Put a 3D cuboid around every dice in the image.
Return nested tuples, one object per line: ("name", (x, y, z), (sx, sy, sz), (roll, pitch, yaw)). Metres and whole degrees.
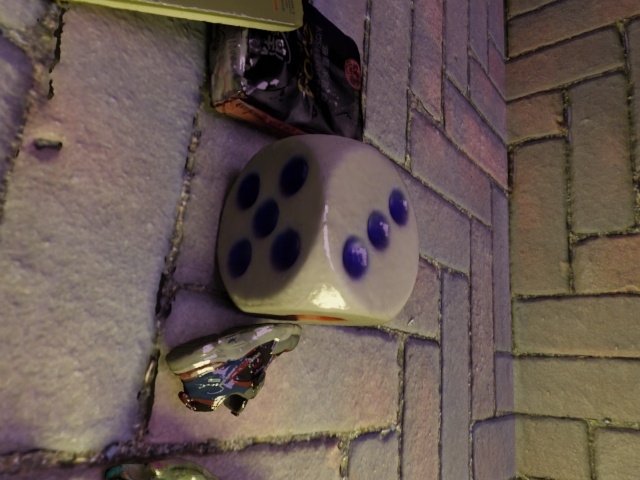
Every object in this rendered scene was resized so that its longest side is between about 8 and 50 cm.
("dice", (0.000, 0.000, 0.731), (0.259, 0.243, 0.251), (19, 70, -46))

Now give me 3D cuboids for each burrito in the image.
("burrito", (-0.152, 0.364, 0.614), (0.309, 0.066, 0.096), (48, 52, -33))

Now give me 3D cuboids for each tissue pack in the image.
("tissue pack", (-0.041, -0.296, 0.818), (0.332, 0.123, 0.244), (11, 73, -50))

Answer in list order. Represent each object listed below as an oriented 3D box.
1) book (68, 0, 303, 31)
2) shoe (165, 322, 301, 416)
("book", (-0.195, -0.416, 0.615), (0.352, 0.035, 0.239), (-7, 88, -29))
("shoe", (-0.108, 0.188, 0.666), (0.228, 0.099, 0.125), (-4, 80, -47))
